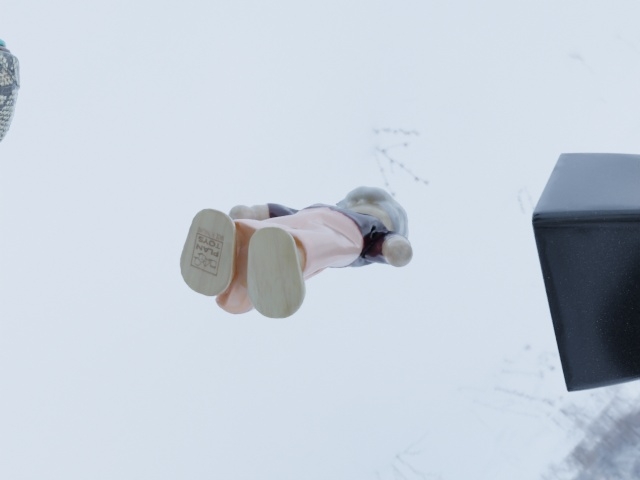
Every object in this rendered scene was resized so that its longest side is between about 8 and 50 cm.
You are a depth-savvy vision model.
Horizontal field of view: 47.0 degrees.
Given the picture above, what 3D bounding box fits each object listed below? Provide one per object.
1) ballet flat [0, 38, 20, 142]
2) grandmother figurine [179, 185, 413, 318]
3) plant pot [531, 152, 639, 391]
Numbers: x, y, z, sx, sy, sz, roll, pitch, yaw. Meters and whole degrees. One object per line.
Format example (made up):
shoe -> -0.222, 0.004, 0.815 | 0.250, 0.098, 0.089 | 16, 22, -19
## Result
ballet flat -> -0.594, -0.192, 0.858 | 0.483, 0.164, 0.182 | 5, 85, -44
grandmother figurine -> 0.000, 0.000, 0.757 | 0.342, 0.208, 0.104 | -12, 123, -62
plant pot -> 0.318, 0.020, 0.708 | 0.187, 0.167, 0.188 | -44, 123, -54
